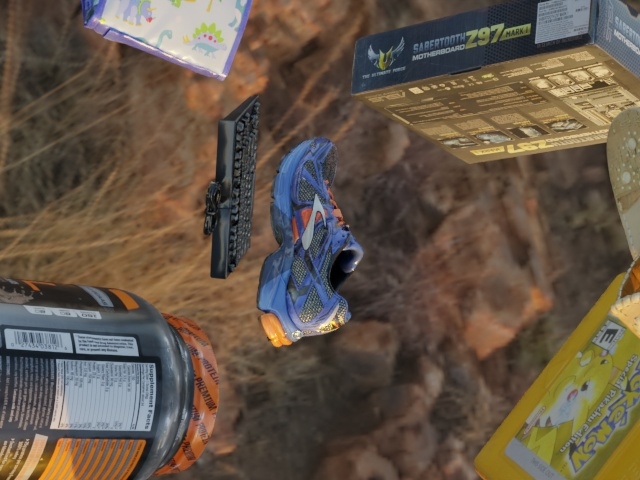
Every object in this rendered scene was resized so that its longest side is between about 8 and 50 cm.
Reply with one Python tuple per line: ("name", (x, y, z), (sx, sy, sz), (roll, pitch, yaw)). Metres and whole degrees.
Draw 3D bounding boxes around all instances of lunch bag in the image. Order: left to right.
("lunch bag", (-0.124, -0.217, 1.148), (0.129, 0.096, 0.151), (19, 62, -28))

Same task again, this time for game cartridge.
("game cartridge", (0.301, 0.177, 1.408), (0.053, 0.324, 0.285), (38, 89, -14))

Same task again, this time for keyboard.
("keyboard", (-0.087, -0.047, 1.398), (0.108, 0.023, 0.180), (-48, 149, -54))

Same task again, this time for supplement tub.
("supplement tub", (-0.279, 0.140, 1.331), (0.338, 0.207, 0.207), (8, 73, -39))

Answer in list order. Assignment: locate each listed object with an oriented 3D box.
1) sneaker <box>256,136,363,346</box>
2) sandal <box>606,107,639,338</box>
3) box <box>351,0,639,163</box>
("sneaker", (0.000, 0.000, 1.309), (0.083, 0.087, 0.221), (66, 26, -57))
("sandal", (0.214, 0.027, 0.899), (0.079, 0.088, 0.240), (-5, 71, -28))
("box", (0.170, -0.130, 1.151), (0.183, 0.233, 0.059), (25, 66, -46))
